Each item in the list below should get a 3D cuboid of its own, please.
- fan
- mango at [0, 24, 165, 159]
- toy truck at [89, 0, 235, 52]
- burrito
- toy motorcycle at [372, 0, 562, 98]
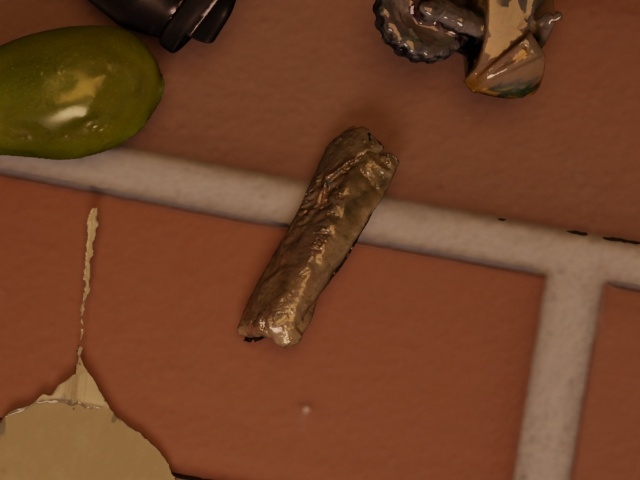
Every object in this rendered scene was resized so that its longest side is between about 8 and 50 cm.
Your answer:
[{"bbox_3d":[-0.173,0.129,1.344,0.182,0.010,0.310,7,82,-2],"label":"fan"},{"bbox_3d":[-0.190,-0.098,1.355,0.165,0.074,0.091,-17,82,-5],"label":"mango"},{"bbox_3d":[-0.147,-0.243,1.362,0.224,0.147,0.165,26,106,2],"label":"toy truck"},{"bbox_3d":[-0.001,-0.001,1.359,0.051,0.042,0.171,22,72,32],"label":"burrito"},{"bbox_3d":[0.143,-0.187,1.384,0.130,0.094,0.229,45,68,1],"label":"toy motorcycle"}]
